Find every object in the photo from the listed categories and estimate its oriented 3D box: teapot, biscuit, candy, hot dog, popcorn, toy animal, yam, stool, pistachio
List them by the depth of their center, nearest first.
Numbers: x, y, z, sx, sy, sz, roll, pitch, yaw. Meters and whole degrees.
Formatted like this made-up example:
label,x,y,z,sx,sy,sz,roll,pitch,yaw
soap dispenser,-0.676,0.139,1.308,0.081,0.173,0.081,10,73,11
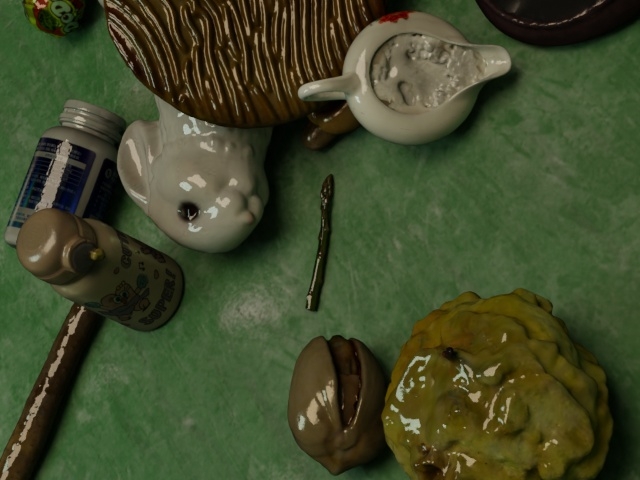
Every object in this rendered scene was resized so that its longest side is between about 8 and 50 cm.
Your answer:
label,x,y,z,sx,sy,sz,roll,pitch,yaw
popcorn,0.151,0.161,1.625,0.233,0.192,0.266,-17,45,36
pistachio,0.019,0.165,1.783,0.113,0.113,0.149,-22,44,27
stool,0.235,-0.355,1.792,0.272,0.178,0.272,-15,63,32
teapot,0.086,-0.171,1.853,0.226,0.092,0.145,-11,82,-7
biscuit,-0.082,-0.279,1.895,0.317,0.040,0.318,1,81,-4
hot dog,0.029,-0.162,1.940,0.090,0.060,0.140,28,79,41
toy animal,-0.143,-0.161,1.991,0.257,0.194,0.357,1,80,26
yam,-0.309,0.151,2.056,0.045,0.045,0.327,22,84,19
candy,-0.388,-0.365,2.324,0.083,0.091,0.305,-23,39,-13

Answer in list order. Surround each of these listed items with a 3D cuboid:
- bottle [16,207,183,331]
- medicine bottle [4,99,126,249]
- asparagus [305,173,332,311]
label,x,y,z,sx,sy,sz,roll,pitch,yaw
bottle,-0.250,0.031,1.956,0.110,0.209,0.097,17,82,38
medicine bottle,-0.305,-0.069,2.104,0.107,0.107,0.191,12,78,38
asparagus,0.000,0.000,1.916,0.016,0.016,0.163,-16,62,51
